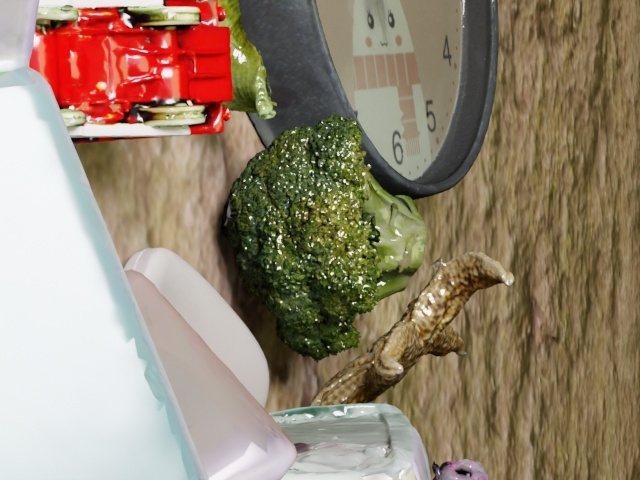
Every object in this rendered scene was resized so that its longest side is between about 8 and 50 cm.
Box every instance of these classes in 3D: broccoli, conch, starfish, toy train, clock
[{"bbox_3d":[0.000,0.000,1.058,0.138,0.146,0.162,9,79,-17],"label":"broccoli"},{"bbox_3d":[-0.067,-0.125,1.013,0.121,0.074,0.089,48,8,11],"label":"conch"},{"bbox_3d":[0.047,0.097,1.105,0.062,0.236,0.277,44,9,6],"label":"starfish"},{"bbox_3d":[-0.140,-0.089,0.825,0.204,0.131,0.082,-9,99,-51],"label":"toy train"},{"bbox_3d":[0.040,-0.214,1.226,0.386,0.076,0.386,15,73,-61],"label":"clock"}]

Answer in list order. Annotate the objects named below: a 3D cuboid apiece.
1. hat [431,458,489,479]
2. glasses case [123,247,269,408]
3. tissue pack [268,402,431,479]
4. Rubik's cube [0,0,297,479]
[{"bbox_3d":[0.111,0.200,0.885,0.129,0.227,0.140,30,99,-28],"label":"hat"},{"bbox_3d":[-0.079,0.066,0.994,0.164,0.041,0.063,52,41,-46],"label":"glasses case"},{"bbox_3d":[-0.024,0.303,0.813,0.332,0.205,0.404,48,36,-88],"label":"tissue pack"},{"bbox_3d":[-0.237,0.053,0.400,0.387,0.358,0.368,-17,139,-37],"label":"Rubik's cube"}]
